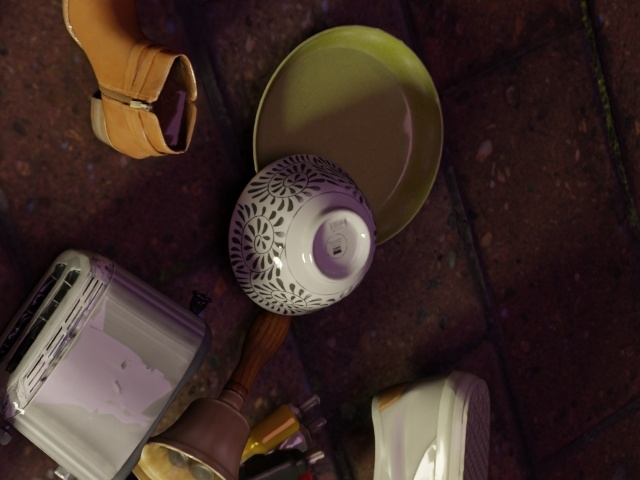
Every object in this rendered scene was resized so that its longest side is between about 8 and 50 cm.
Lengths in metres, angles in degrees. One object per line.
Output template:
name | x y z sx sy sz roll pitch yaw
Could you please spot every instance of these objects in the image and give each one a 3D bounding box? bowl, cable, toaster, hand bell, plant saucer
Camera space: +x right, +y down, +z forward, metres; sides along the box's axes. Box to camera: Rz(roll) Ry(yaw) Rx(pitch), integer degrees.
bowl | 0.000 0.000 1.302 0.170 0.080 0.170 -6 101 -33
cable | -0.111 0.269 1.353 0.287 0.072 0.140 -19 117 -16
toaster | -0.208 0.108 1.204 0.146 0.129 0.227 39 79 -29
hand bell | -0.083 0.148 1.304 0.126 0.126 0.242 52 49 -28
plant saucer | 0.025 -0.108 1.371 0.241 0.037 0.241 -6 102 -32

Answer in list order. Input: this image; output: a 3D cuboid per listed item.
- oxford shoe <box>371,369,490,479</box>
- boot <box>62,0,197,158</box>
oxford shoe | 0.108 0.357 1.452 0.169 0.130 0.450 -26 120 -67
boot | -0.165 -0.172 1.167 0.073 0.152 0.197 -17 107 -29
